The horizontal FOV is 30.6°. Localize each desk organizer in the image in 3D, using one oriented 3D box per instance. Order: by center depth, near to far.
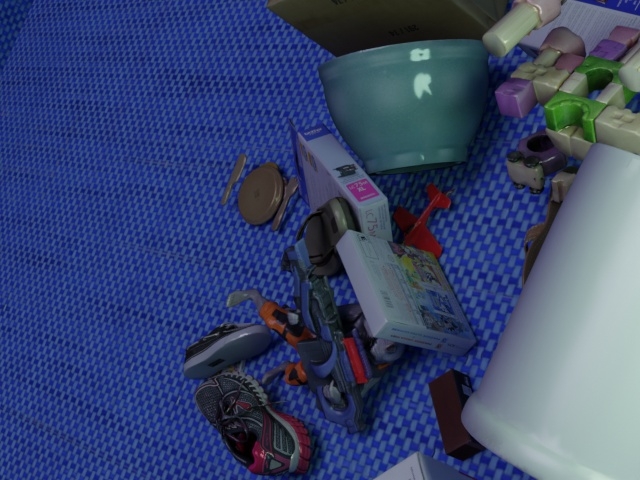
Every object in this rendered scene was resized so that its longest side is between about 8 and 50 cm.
[{"bbox_3d":[0.210,0.267,1.796,0.050,0.047,0.130,-36,46,29],"label":"desk organizer"}]

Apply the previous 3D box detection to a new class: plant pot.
[{"bbox_3d":[0.153,-0.215,1.985,0.293,0.293,0.196,-9,89,42],"label":"plant pot"}]

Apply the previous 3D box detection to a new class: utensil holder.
[{"bbox_3d":[0.396,0.112,1.430,0.327,0.328,0.385,31,102,49],"label":"utensil holder"}]

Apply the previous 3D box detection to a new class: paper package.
[{"bbox_3d":[0.122,-0.462,2.103,0.325,0.309,0.168,-11,60,43],"label":"paper package"}]

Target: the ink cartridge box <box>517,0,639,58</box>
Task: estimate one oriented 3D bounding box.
[{"bbox_3d":[0.483,-0.347,1.859,0.371,0.069,0.175,30,89,52],"label":"ink cartridge box"}]

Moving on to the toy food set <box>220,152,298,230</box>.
[{"bbox_3d":[-0.112,-0.093,2.341,0.192,0.038,0.132,28,96,44],"label":"toy food set"}]

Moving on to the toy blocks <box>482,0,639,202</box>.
[{"bbox_3d":[0.429,-0.232,1.682,0.289,0.309,0.260,23,56,39],"label":"toy blocks"}]

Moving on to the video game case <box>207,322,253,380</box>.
[{"bbox_3d":[-0.173,0.218,2.235,0.087,0.011,0.122,-7,63,42],"label":"video game case"}]

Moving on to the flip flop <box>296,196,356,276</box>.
[{"bbox_3d":[0.000,0.000,2.033,0.112,0.080,0.277,66,166,7],"label":"flip flop"}]

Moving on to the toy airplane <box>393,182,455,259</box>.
[{"bbox_3d":[0.178,-0.034,2.015,0.151,0.028,0.151,-21,55,35],"label":"toy airplane"}]

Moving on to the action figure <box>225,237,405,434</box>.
[{"bbox_3d":[0.002,0.133,1.962,0.330,0.178,0.341,4,114,39],"label":"action figure"}]

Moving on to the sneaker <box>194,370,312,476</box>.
[{"bbox_3d":[-0.137,0.315,2.042,0.299,0.112,0.121,24,110,50],"label":"sneaker"}]

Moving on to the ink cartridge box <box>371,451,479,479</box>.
[{"bbox_3d":[0.108,0.442,1.676,0.283,0.207,0.117,-38,44,25],"label":"ink cartridge box"}]

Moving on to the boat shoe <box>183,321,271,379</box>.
[{"bbox_3d":[-0.180,0.191,2.190,0.219,0.078,0.070,-28,52,34],"label":"boat shoe"}]

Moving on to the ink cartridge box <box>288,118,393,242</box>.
[{"bbox_3d":[0.036,-0.078,2.071,0.065,0.185,0.311,-23,42,-15],"label":"ink cartridge box"}]

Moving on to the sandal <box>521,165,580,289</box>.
[{"bbox_3d":[0.354,0.004,1.801,0.079,0.088,0.240,136,156,-67],"label":"sandal"}]

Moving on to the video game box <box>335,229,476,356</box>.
[{"bbox_3d":[0.135,0.083,1.869,0.048,0.187,0.205,-55,38,31],"label":"video game box"}]
